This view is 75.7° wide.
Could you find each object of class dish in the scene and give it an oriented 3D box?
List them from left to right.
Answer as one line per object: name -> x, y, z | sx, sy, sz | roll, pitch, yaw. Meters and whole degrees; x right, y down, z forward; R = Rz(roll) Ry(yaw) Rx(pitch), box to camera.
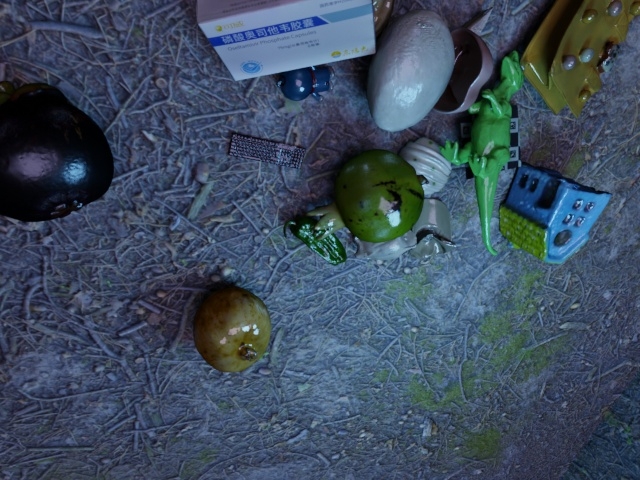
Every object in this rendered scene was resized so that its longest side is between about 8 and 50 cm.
dish -> 0.374, -0.436, 1.089 | 0.090, 0.213, 0.214 | 1, 115, -28

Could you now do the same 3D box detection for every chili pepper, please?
chili pepper -> -0.004, 0.001, 1.236 | 0.100, 0.074, 0.257 | -47, 121, 6

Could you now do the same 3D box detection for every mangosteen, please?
mangosteen -> -0.595, -0.193, 0.852 | 0.274, 0.275, 0.302 | -28, 88, -5

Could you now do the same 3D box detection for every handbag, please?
handbag -> 0.772, -0.589, 1.178 | 0.283, 0.133, 0.401 | 25, 98, -40

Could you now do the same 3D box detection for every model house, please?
model house -> 0.744, -0.083, 1.369 | 0.215, 0.237, 0.303 | 3, 115, -19

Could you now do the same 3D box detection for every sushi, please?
sushi -> 0.517, -0.305, 1.283 | 0.215, 0.050, 0.192 | -15, 104, -16

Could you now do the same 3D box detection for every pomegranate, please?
pomegranate -> -0.250, 0.258, 1.186 | 0.248, 0.248, 0.248 | -8, 117, -16
pomegranate -> 0.126, -0.107, 1.140 | 0.340, 0.260, 0.261 | -28, 121, 1

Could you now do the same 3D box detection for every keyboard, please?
keyboard -> -0.141, -0.238, 1.105 | 0.204, 0.013, 0.061 | 7, 113, -23

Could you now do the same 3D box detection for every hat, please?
hat -> 0.345, -0.038, 1.358 | 0.166, 0.144, 0.173 | -1, 72, -17

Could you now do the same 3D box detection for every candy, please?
candy -> 0.221, -0.403, 1.006 | 0.185, 0.295, 0.296 | 23, 112, 17

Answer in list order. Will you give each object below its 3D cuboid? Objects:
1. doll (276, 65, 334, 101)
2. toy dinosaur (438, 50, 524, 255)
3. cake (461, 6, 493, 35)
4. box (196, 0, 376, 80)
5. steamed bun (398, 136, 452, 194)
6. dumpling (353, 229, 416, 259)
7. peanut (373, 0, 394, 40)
doll -> -0.039, -0.397, 1.027 | 0.151, 0.085, 0.114 | -17, 131, -23
toy dinosaur -> 0.529, -0.250, 1.238 | 0.374, 0.144, 0.500 | -43, 124, -25
cake -> 0.418, -0.573, 1.118 | 0.121, 0.052, 0.065 | -45, 115, 5
box -> -0.058, -0.448, 0.867 | 0.343, 0.200, 0.065 | -7, 78, 9
steamed bun -> 0.313, -0.211, 1.226 | 0.182, 0.106, 0.183 | -7, 115, -15
dumpling -> 0.194, -0.004, 1.284 | 0.199, 0.118, 0.136 | -16, 80, -3
peanut -> 0.121, -0.604, 0.944 | 0.149, 0.149, 0.313 | 11, 110, -24
